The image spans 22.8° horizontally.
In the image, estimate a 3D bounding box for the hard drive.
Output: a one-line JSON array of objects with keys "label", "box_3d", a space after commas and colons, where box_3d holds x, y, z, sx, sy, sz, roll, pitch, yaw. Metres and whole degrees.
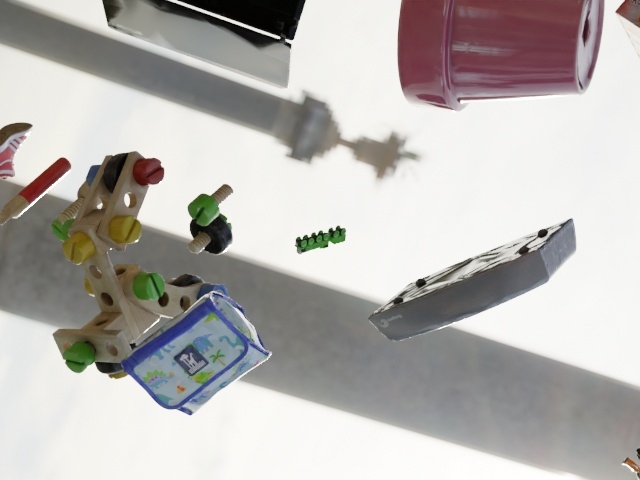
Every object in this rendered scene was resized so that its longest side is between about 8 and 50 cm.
[{"label": "hard drive", "box_3d": [0.201, 0.053, 2.041, 0.254, 0.054, 0.172, -24, -175, 28]}]

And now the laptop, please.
[{"label": "laptop", "box_3d": [-0.119, -0.309, 1.797, 0.136, 0.234, 0.264, -67, 175, -67]}]

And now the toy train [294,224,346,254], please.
[{"label": "toy train", "box_3d": [0.000, 0.000, 2.049, 0.017, 0.083, 0.024, 33, -52, 42]}]

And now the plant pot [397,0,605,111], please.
[{"label": "plant pot", "box_3d": [0.194, -0.226, 1.658, 0.201, 0.180, 0.201, 10, 90, -70]}]

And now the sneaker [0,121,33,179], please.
[{"label": "sneaker", "box_3d": [-0.487, -0.139, 2.494, 0.118, 0.042, 0.067, -47, 140, -54]}]

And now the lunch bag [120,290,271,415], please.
[{"label": "lunch bag", "box_3d": [-0.144, 0.125, 1.809, 0.129, 0.151, 0.096, -38, -116, 4]}]

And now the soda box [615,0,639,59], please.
[{"label": "soda box", "box_3d": [0.419, -0.247, 1.939, 0.058, 0.183, 0.063, -49, -120, 2]}]

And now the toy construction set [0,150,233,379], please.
[{"label": "toy construction set", "box_3d": [-0.290, 0.031, 2.014, 0.237, 0.309, 0.257, -45, 148, -35]}]

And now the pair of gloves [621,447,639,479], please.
[{"label": "pair of gloves", "box_3d": [0.318, 0.227, 1.493, 0.010, 0.074, 0.083, -45, 169, -15]}]
